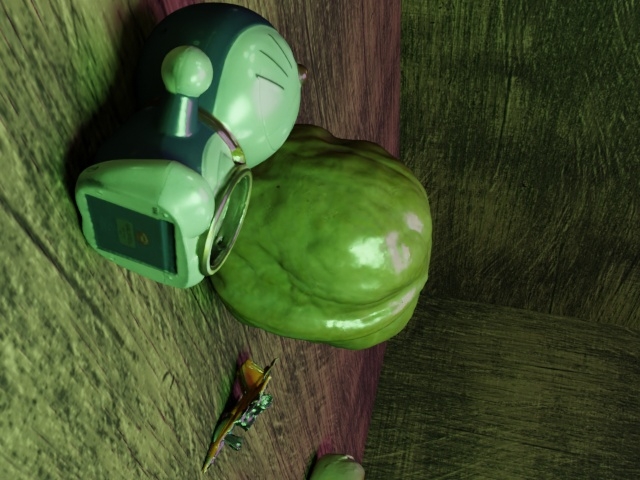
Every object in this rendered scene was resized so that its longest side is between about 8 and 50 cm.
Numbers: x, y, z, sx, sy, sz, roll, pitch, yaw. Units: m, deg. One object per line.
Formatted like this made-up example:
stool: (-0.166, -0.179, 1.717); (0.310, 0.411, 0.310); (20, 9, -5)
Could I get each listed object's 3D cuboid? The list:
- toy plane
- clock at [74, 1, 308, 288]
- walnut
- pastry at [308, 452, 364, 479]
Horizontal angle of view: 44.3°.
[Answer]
toy plane: (-0.112, 0.254, 1.128); (0.135, 0.062, 0.188); (-51, -164, 55)
clock: (-0.105, -0.097, 0.676); (0.199, 0.147, 0.243); (92, 16, -56)
walnut: (0.000, 0.002, 0.969); (0.253, 0.277, 0.281); (-56, 164, -55)
pastry: (0.028, 0.666, 1.979); (0.265, 0.133, 0.264); (10, 90, -80)
